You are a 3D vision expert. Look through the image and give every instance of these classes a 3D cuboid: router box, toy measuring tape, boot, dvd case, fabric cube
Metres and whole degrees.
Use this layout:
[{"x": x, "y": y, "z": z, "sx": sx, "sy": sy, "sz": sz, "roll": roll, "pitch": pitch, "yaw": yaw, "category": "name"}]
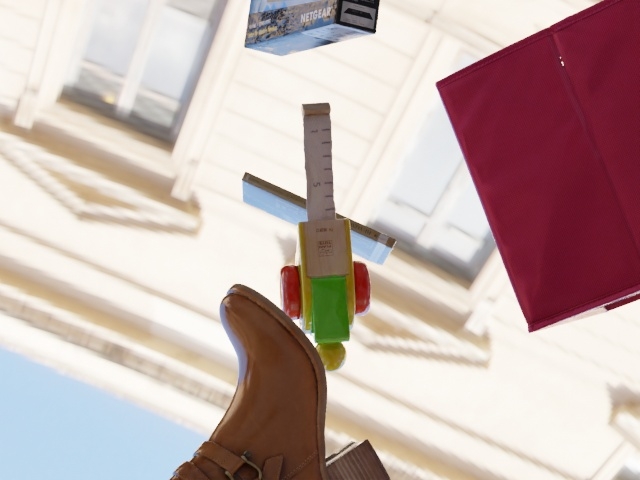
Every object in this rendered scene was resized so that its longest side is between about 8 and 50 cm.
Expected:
[{"x": -0.004, "y": -0.241, "z": 1.220, "sx": 0.046, "sy": 0.179, "sz": 0.133, "roll": 10, "pitch": -94, "yaw": -28, "category": "router box"}, {"x": 0.000, "y": 0.000, "z": 1.699, "sx": 0.121, "sy": 0.121, "sz": 0.330, "roll": 1, "pitch": -102, "yaw": -25, "category": "toy measuring tape"}, {"x": -0.085, "y": 0.205, "z": 1.397, "sx": 0.220, "sy": 0.109, "sz": 0.283, "roll": -30, "pitch": -93, "yaw": -19, "category": "boot"}, {"x": -0.006, "y": -0.027, "z": 1.887, "sx": 0.221, "sy": 0.164, "sz": 0.018, "roll": 24, "pitch": -100, "yaw": 1, "category": "dvd case"}, {"x": 0.307, "y": -0.081, "z": 1.335, "sx": 0.254, "sy": 0.259, "sz": 0.258, "roll": -2, "pitch": -110, "yaw": -62, "category": "fabric cube"}]
